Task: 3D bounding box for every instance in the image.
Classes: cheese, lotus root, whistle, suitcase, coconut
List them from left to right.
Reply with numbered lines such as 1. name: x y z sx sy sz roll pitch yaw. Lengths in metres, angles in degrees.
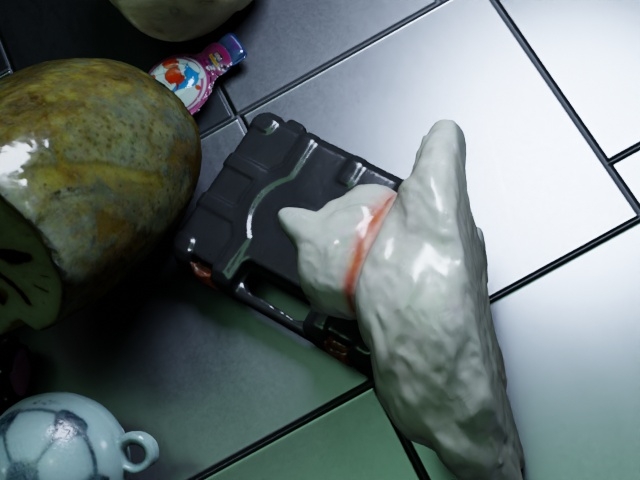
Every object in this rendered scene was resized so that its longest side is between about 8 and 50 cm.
1. whistle: -0.300 0.237 1.187 0.289 0.163 0.164 -12 64 10
2. lotus root: -0.267 -0.067 1.228 0.250 0.251 0.346 12 30 21
3. coconut: -0.165 -0.340 1.375 0.224 0.224 0.224 -6 66 14
4. cheese: -0.155 -0.194 1.396 0.145 0.038 0.095 -34 62 1
5. suitcase: 0.000 0.000 1.251 0.285 0.066 0.206 28 77 24

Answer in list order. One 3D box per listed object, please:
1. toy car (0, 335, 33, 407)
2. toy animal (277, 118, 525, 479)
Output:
1. toy car: -0.471 0.082 1.255 0.271 0.240 0.341 -7 68 12
2. toy animal: 0.081 0.091 1.089 0.188 0.308 0.266 -13 33 6
